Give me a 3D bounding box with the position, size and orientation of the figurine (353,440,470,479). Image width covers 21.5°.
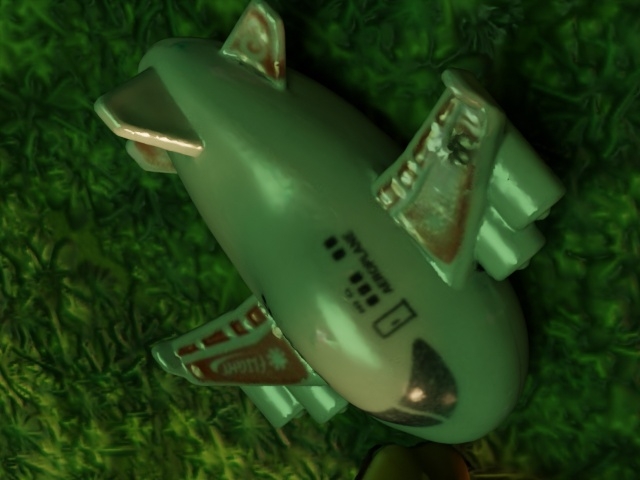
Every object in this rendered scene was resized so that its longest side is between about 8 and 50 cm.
[{"bbox_3d":[0.146,0.194,0.801,0.257,0.181,0.208,7,106,34],"label":"figurine"}]

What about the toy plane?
[{"bbox_3d":[0.002,-0.002,0.823,0.252,0.118,0.252,13,121,23],"label":"toy plane"}]
